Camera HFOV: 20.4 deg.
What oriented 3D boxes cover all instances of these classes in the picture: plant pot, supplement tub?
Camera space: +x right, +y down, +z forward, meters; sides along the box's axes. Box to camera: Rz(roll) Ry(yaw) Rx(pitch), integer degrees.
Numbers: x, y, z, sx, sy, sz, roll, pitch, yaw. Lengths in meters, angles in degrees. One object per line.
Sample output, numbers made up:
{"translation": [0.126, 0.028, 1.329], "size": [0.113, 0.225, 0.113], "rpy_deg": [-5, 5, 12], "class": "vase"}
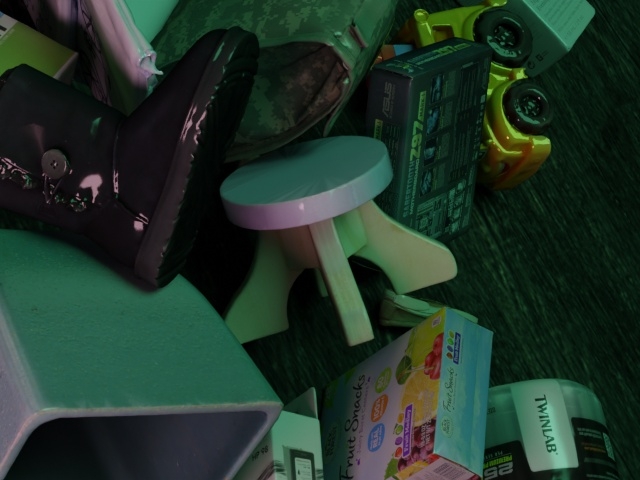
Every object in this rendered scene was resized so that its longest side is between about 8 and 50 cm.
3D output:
{"translation": [-0.228, 0.126, 1.556], "size": [0.247, 0.248, 0.252], "rpy_deg": [3, 45, -39], "class": "plant pot"}
{"translation": [0.228, 0.318, 1.837], "size": [0.193, 0.193, 0.316], "rpy_deg": [10, 56, -35], "class": "supplement tub"}

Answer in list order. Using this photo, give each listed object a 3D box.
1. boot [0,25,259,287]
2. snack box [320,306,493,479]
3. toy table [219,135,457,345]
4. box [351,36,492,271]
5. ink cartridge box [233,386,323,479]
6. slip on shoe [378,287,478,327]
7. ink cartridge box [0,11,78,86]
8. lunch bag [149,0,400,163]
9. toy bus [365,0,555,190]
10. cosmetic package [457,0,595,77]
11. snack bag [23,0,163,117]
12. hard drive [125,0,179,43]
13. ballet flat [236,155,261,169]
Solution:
{"translation": [-0.182, -0.103, 1.512], "size": [0.207, 0.246, 0.094], "rpy_deg": [28, 25, 12], "class": "boot"}
{"translation": [0.078, 0.190, 1.784], "size": [0.070, 0.207, 0.174], "rpy_deg": [28, 47, -23], "class": "snack box"}
{"translation": [0.000, 0.000, 1.817], "size": [0.274, 0.252, 0.161], "rpy_deg": [-79, 153, -73], "class": "toy table"}
{"translation": [0.114, -0.098, 1.998], "size": [0.059, 0.233, 0.183], "rpy_deg": [17, 25, 29], "class": "box"}
{"translation": [-0.049, 0.235, 1.724], "size": [0.060, 0.104, 0.180], "rpy_deg": [16, 53, -31], "class": "ink cartridge box"}
{"translation": [0.120, 0.088, 2.012], "size": [0.135, 0.051, 0.041], "rpy_deg": [16, 93, -42], "class": "slip on shoe"}
{"translation": [-0.303, -0.145, 1.641], "size": [0.097, 0.255, 0.189], "rpy_deg": [29, 45, 3], "class": "ink cartridge box"}
{"translation": [-0.025, -0.222, 1.879], "size": [0.169, 0.287, 0.235], "rpy_deg": [49, 48, -27], "class": "lunch bag"}
{"translation": [0.151, -0.171, 2.146], "size": [0.211, 0.149, 0.220], "rpy_deg": [-6, 69, -28], "class": "toy bus"}
{"translation": [0.247, -0.342, 2.370], "size": [0.231, 0.085, 0.117], "rpy_deg": [46, 43, -8], "class": "cosmetic package"}
{"translation": [-0.243, -0.232, 1.722], "size": [0.037, 0.323, 0.342], "rpy_deg": [-25, 73, -14], "class": "snack bag"}
{"translation": [-0.176, -0.303, 2.021], "size": [0.307, 0.040, 0.203], "rpy_deg": [-32, 85, -46], "class": "hard drive"}
{"translation": [-0.018, -0.056, 1.980], "size": [0.168, 0.057, 0.052], "rpy_deg": [23, 42, -28], "class": "ballet flat"}
